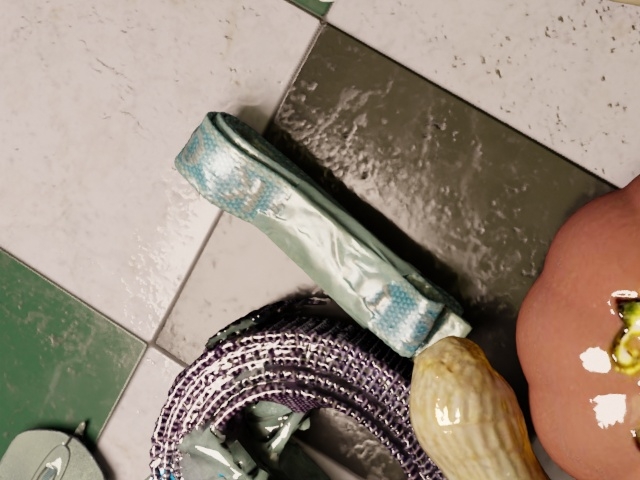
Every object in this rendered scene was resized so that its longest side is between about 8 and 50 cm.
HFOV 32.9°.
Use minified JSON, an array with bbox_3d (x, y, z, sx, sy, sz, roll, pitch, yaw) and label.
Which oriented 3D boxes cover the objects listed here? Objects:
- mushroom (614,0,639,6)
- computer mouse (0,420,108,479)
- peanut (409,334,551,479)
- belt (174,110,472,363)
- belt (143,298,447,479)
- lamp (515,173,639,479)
[{"bbox_3d":[0.288,-0.304,0.795,0.189,0.195,0.253,-2,99,11],"label":"mushroom"},{"bbox_3d":[-0.286,0.283,1.073,0.113,0.068,0.228,26,102,9],"label":"computer mouse"},{"bbox_3d":[0.132,0.175,0.857,0.087,0.087,0.206,-25,90,16],"label":"peanut"},{"bbox_3d":[0.000,0.000,0.957,0.302,0.087,0.072,40,100,7],"label":"belt"},{"bbox_3d":[0.004,0.216,0.966,0.325,0.122,0.260,43,98,3],"label":"belt"},{"bbox_3d":[0.299,0.086,0.808,0.306,0.239,0.305,1,95,11],"label":"lamp"}]
